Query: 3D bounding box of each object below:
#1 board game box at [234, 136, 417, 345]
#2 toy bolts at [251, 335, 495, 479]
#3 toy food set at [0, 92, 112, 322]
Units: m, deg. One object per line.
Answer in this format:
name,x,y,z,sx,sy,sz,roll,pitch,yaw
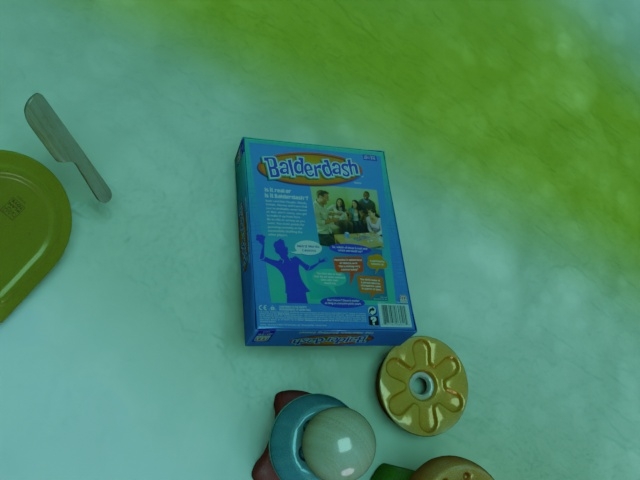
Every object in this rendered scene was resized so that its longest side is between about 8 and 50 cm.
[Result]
board game box,0.000,0.000,0.666,0.160,0.047,0.210,4,62,-18
toy bolts,0.069,0.175,0.601,0.229,0.158,0.218,17,70,-15
toy food set,-0.296,-0.015,0.580,0.218,0.071,0.128,-51,131,-18
